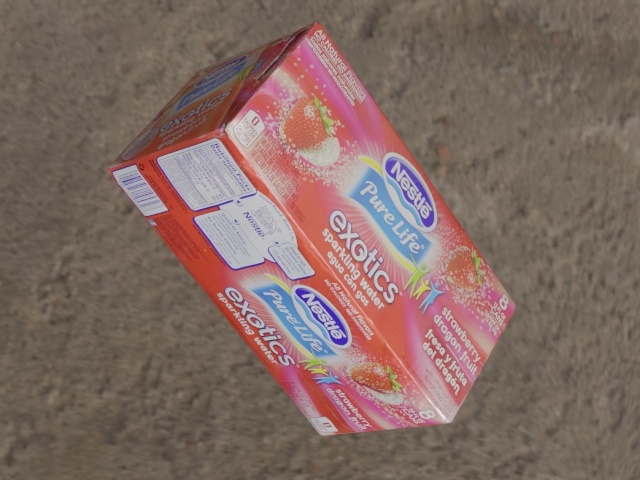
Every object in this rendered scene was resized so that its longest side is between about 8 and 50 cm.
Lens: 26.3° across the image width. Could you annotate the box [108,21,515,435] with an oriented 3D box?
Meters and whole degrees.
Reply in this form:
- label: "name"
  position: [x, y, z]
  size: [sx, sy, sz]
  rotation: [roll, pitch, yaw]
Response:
- label: "box"
  position: [0.000, 0.000, 0.919]
  size: [0.128, 0.257, 0.122]
  rotation: [-14, 31, 46]
